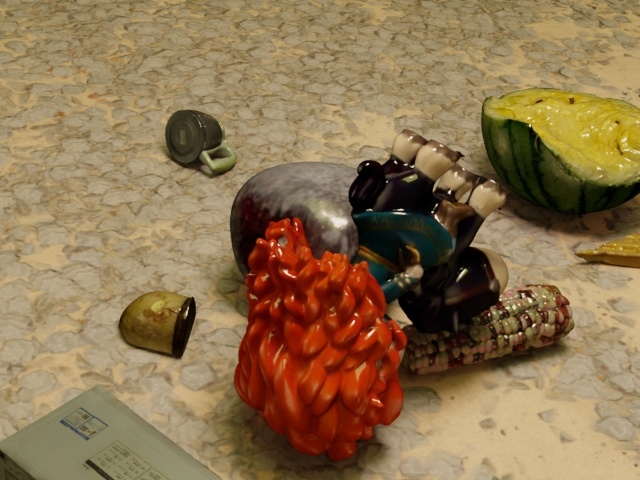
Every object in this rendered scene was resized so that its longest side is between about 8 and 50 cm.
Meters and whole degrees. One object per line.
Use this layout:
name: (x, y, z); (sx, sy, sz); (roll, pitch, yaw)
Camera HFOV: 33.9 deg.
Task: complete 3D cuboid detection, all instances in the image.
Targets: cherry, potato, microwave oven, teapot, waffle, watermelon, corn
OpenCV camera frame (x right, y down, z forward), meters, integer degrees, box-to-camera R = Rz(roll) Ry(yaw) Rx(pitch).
cherry: (0.000, 0.000, 1.493); (0.255, 0.218, 0.296); (24, 25, 30)
potato: (-0.227, 0.103, 1.437); (0.103, 0.066, 0.096); (5, 31, 2)
microwave oven: (-0.228, 0.280, 1.129); (0.208, 0.122, 0.162); (29, 41, 30)
teapot: (-0.206, -0.169, 1.836); (0.092, 0.124, 0.091); (-20, -4, 40)
waffle: (0.501, 0.000, 1.728); (0.191, 0.032, 0.125); (7, 36, -2)
watermelon: (0.422, -0.144, 1.795); (0.331, 0.189, 0.331); (9, 18, -3)
corn: (0.227, 0.128, 1.460); (0.281, 0.092, 0.092); (-15, 40, -21)

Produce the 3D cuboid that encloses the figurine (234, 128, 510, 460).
figurine: (0.067, 0.061, 1.288); (0.412, 0.306, 0.241); (-38, 47, -19)
